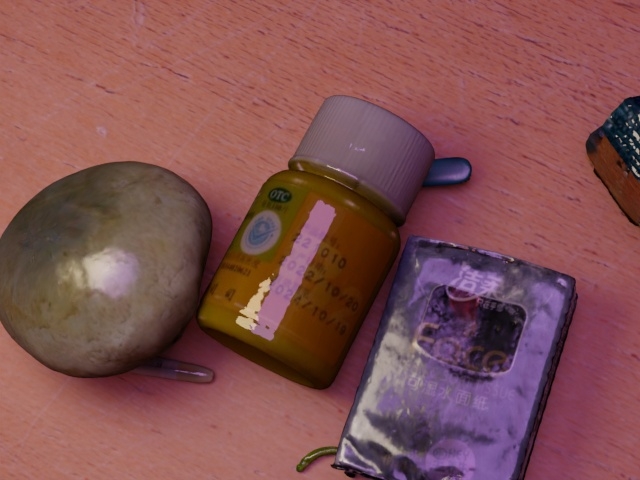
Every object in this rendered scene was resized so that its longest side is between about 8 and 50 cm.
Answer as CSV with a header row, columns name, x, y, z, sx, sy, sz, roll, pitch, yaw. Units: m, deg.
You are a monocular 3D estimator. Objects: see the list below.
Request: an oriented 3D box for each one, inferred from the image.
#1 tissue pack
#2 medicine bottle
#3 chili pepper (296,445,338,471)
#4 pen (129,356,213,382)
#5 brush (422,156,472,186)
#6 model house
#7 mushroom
name,x,y,z,sx,sy,sz,roll,pitch,yaw
tissue pack,0.194,0.192,1.642,0.259,0.122,0.361,17,77,16
medicine bottle,0.000,0.000,1.672,0.224,0.224,0.384,25,78,14
chili pepper,0.003,0.314,1.682,0.083,0.017,0.030,-21,91,1
pen,-0.274,0.190,1.750,0.233,0.032,0.040,9,94,10
brush,0.139,-0.098,1.793,0.193,0.032,0.043,-5,75,19
model house,0.508,-0.117,1.616,0.184,0.291,0.253,-31,71,2
mushroom,-0.303,0.040,1.677,0.352,0.260,0.352,-20,43,20
